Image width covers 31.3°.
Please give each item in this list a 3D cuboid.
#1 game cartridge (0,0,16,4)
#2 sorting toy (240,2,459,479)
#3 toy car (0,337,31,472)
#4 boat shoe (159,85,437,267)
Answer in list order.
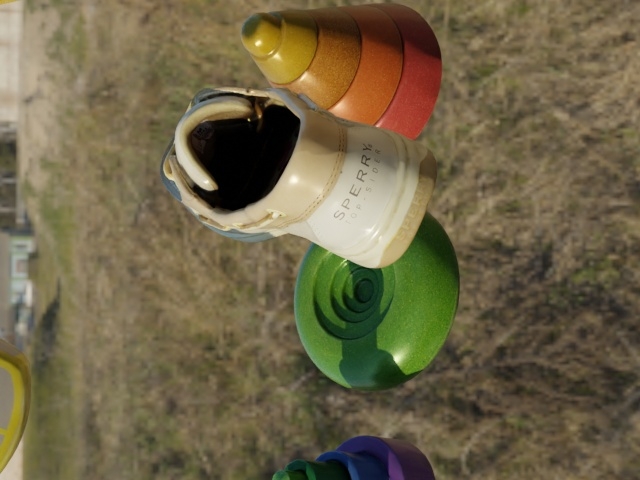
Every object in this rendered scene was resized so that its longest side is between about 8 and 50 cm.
[{"bbox_3d":[-0.043,-0.209,0.230,0.052,0.285,0.323,48,148,37],"label":"game cartridge"},{"bbox_3d":[0.000,0.000,0.709,0.127,0.126,0.365,-16,68,38],"label":"sorting toy"},{"bbox_3d":[-0.118,0.146,0.396,0.225,0.053,0.239,56,142,45],"label":"toy car"},{"bbox_3d":[-0.026,-0.032,0.422,0.170,0.059,0.063,12,79,59],"label":"boat shoe"}]
